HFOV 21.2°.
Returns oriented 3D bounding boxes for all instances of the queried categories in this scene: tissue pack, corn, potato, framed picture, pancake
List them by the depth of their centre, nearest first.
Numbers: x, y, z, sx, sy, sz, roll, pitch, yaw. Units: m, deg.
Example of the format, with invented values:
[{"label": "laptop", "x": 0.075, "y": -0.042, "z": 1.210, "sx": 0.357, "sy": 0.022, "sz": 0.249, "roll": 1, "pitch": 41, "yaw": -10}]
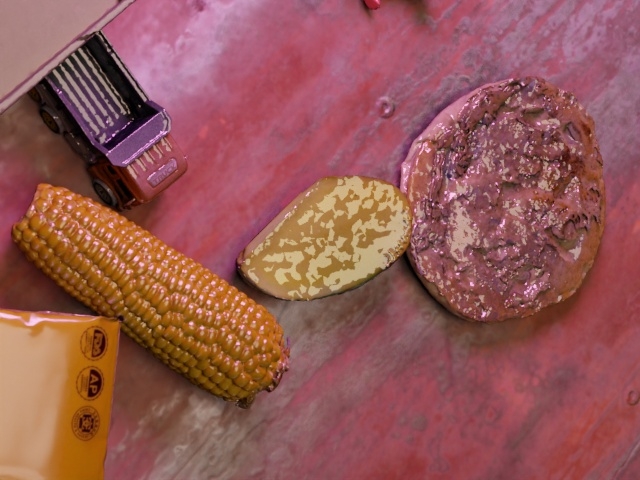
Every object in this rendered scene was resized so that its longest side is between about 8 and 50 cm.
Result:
[{"label": "framed picture", "x": -0.331, "y": -0.263, "z": 1.549, "sx": 0.209, "sy": 0.019, "sz": 0.281, "roll": -41, "pitch": 98, "yaw": -12}, {"label": "tissue pack", "x": -0.295, "y": 0.193, "z": 1.561, "sx": 0.192, "sy": 0.134, "sz": 0.270, "roll": 6, "pitch": 86, "yaw": -26}, {"label": "corn", "x": -0.160, "y": 0.050, "z": 1.650, "sx": 0.305, "sy": 0.106, "sz": 0.106, "roll": 38, "pitch": 73, "yaw": -18}, {"label": "potato", "x": 0.000, "y": 0.000, "z": 1.762, "sx": 0.198, "sy": 0.054, "sz": 0.119, "roll": -32, "pitch": 103, "yaw": -19}, {"label": "pancake", "x": 0.205, "y": -0.044, "z": 1.866, "sx": 0.282, "sy": 0.049, "sz": 0.282, "roll": 0, "pitch": 89, "yaw": -26}]

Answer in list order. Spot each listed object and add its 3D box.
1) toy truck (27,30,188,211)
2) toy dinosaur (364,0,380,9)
[{"label": "toy truck", "x": -0.208, "y": -0.121, "z": 1.636, "sx": 0.083, "sy": 0.092, "sz": 0.192, "roll": -41, "pitch": 106, "yaw": -23}, {"label": "toy dinosaur", "x": 0.033, "y": -0.366, "z": 1.789, "sx": 0.286, "sy": 0.070, "sz": 0.139, "roll": 42, "pitch": 61, "yaw": -16}]
